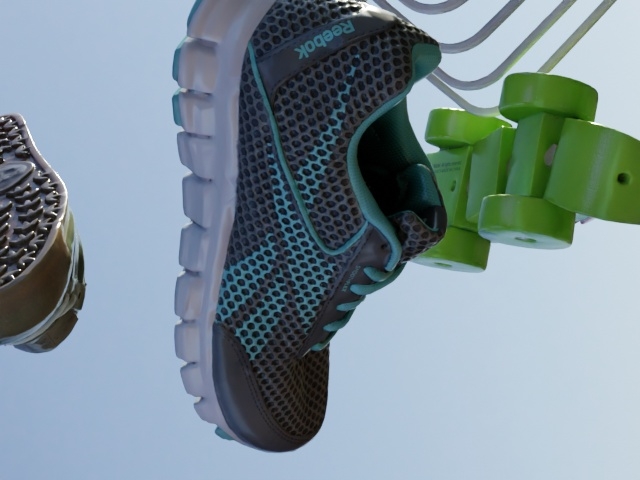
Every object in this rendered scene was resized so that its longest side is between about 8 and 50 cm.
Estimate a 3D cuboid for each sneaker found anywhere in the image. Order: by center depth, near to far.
[{"bbox_3d":[0.000,0.000,0.587,0.065,0.076,0.166,-52,-31,-48],"label":"sneaker"},{"bbox_3d":[-0.128,0.015,0.873,0.192,0.064,0.086,-117,6,-64],"label":"sneaker"}]

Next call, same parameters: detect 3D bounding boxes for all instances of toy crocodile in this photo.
[{"bbox_3d":[0.140,-0.039,1.415,0.340,0.105,0.115,164,119,-68],"label":"toy crocodile"}]

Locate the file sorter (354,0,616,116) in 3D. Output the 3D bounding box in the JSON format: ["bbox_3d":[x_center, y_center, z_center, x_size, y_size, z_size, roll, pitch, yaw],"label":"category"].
[{"bbox_3d":[0.093,-0.227,1.330,0.193,0.173,0.278,-46,-22,-2],"label":"file sorter"}]
